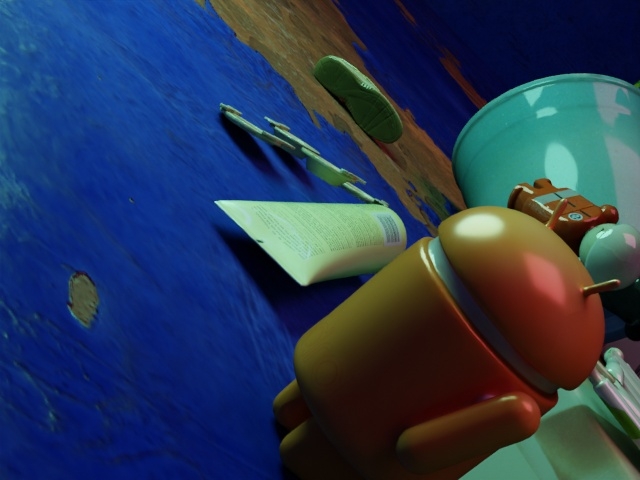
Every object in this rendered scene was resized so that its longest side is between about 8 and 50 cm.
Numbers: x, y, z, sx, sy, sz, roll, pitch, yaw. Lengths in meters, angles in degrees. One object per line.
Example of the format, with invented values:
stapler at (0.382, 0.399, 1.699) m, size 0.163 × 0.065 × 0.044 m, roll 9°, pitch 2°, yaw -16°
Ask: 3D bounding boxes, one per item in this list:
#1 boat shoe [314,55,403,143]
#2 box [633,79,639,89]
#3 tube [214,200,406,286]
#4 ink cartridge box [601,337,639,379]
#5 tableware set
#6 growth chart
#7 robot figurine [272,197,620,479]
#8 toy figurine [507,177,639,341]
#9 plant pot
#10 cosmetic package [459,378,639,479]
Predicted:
boat shoe at (0.051, -0.176, 1.620) m, size 0.135 × 0.050 × 0.045 m, roll 47°, pitch 21°, yaw -8°
box at (0.454, -0.073, 2.048) m, size 0.177 × 0.290 × 0.279 m, roll 48°, pitch 16°, yaw -9°
tube at (0.000, 0.000, 1.059) m, size 0.240 × 0.070 × 0.062 m, roll -2°, pitch 92°, yaw -68°
ink cartridge box at (0.485, 0.203, 1.855) m, size 0.158 × 0.092 × 0.218 m, roll 37°, pitch 18°, yaw -38°
tableware set at (-0.011, -0.077, 1.191) m, size 0.169 × 0.020 × 0.141 m, roll 33°, pitch 5°, yaw 20°
growth chart at (0.258, 0.149, 0.999) m, size 0.172 × 0.021 × 0.237 m, roll 55°, pitch 13°, yaw 11°
robot figurine at (0.074, 0.068, 0.780) m, size 0.128 × 0.219 × 0.158 m, roll 52°, pitch 15°, yaw 10°
toy figurine at (0.221, 0.075, 1.193) m, size 0.213 × 0.209 × 0.148 m, roll 40°, pitch 1°, yaw -43°
plant pot at (0.314, -0.020, 1.636) m, size 0.272 × 0.272 × 0.255 m, roll 36°, pitch 36°, yaw -41°
cosmetic package at (0.199, 0.220, 0.940) m, size 0.153 × 0.129 × 0.296 m, roll 34°, pitch 22°, yaw -51°
